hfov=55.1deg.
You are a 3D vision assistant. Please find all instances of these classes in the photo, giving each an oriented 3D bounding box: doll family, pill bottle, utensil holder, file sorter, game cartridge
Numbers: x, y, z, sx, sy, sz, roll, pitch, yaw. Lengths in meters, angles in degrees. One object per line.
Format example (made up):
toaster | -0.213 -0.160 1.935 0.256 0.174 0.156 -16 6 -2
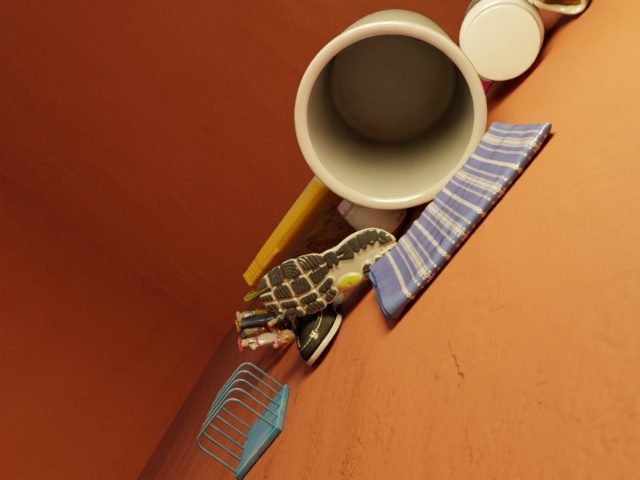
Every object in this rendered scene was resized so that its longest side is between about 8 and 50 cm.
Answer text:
doll family | -0.129 0.197 1.553 0.163 0.118 0.263 -11 3 -5
pill bottle | 0.365 -0.422 1.244 0.161 0.161 0.283 -50 5 31
utensil holder | 0.140 -0.284 1.211 0.327 0.327 0.385 -50 10 25
file sorter | -0.135 0.309 1.088 0.118 0.104 0.170 -51 5 9
game cartridge | 0.000 0.000 1.445 0.285 0.053 0.324 5 -52 -50

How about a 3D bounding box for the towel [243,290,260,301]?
towel | -0.114 0.114 1.633 0.102 0.021 0.237 -31 -6 19

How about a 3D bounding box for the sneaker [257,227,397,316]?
sneaker | 0.018 0.063 1.149 0.275 0.107 0.110 -22 -1 3

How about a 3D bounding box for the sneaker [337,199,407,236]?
sneaker | 0.131 -0.113 1.311 0.114 0.152 0.305 -51 4 37

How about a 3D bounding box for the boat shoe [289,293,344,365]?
boat shoe | -0.020 0.148 1.210 0.114 0.091 0.302 -52 5 9

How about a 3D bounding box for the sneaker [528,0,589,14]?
sneaker | 0.384 -0.482 1.114 0.087 0.228 0.092 106 -175 -48

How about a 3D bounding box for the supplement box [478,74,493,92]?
supplement box | 0.325 -0.367 1.534 0.111 0.114 0.220 -54 7 -21

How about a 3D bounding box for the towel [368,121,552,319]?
towel | 0.190 -0.042 0.921 0.336 0.040 0.243 -52 6 9
